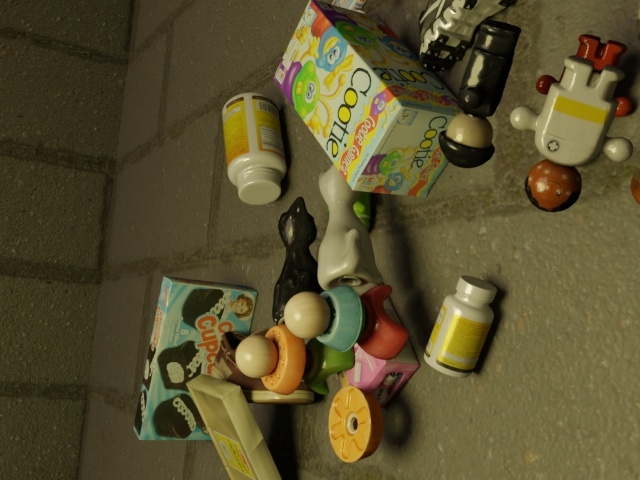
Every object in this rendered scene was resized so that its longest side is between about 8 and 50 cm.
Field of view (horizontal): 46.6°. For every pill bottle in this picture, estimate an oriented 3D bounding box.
[{"bbox_3d":[0.176,0.105,0.920,0.065,0.065,0.116,41,118,56],"label":"pill bottle"},{"bbox_3d":[-0.132,-0.182,1.486,0.117,0.117,0.215,-45,45,46],"label":"pill bottle"}]

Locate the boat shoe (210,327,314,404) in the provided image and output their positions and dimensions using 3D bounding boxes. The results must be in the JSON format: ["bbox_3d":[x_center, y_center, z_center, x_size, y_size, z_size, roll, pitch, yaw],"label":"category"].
[{"bbox_3d":[-0.111,0.219,1.338,0.342,0.123,0.123,178,99,-66],"label":"boat shoe"}]

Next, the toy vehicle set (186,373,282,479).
[{"bbox_3d":[-0.136,0.362,1.278,0.166,0.035,0.266,-2,113,59],"label":"toy vehicle set"}]

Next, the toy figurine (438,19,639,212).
[{"bbox_3d":[0.245,-0.112,0.722,0.209,0.213,0.148,49,133,51],"label":"toy figurine"}]

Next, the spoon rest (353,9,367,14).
[{"bbox_3d":[0.007,-0.311,1.316,0.276,0.084,0.137,-18,67,58],"label":"spoon rest"}]

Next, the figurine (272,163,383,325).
[{"bbox_3d":[0.000,0.000,1.106,0.215,0.092,0.209,-43,45,46],"label":"figurine"}]

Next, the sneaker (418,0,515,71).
[{"bbox_3d":[0.200,-0.338,0.994,0.234,0.078,0.106,-45,47,48],"label":"sneaker"}]

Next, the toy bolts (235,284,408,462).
[{"bbox_3d":[-0.001,0.166,0.988,0.228,0.158,0.218,-57,38,34],"label":"toy bolts"}]

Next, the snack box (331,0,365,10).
[{"bbox_3d":[0.050,-0.428,1.337,0.178,0.022,0.064,-49,43,42],"label":"snack box"}]

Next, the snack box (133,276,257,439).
[{"bbox_3d":[-0.252,0.242,1.502,0.060,0.187,0.321,21,100,60],"label":"snack box"}]

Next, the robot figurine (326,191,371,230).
[{"bbox_3d":[0.047,-0.053,1.187,0.101,0.067,0.115,145,128,-68],"label":"robot figurine"}]

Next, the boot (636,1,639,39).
[{"bbox_3d":[0.412,-0.344,0.580,0.377,0.138,0.284,-24,61,61],"label":"boot"}]

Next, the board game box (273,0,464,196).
[{"bbox_3d":[0.068,-0.207,1.078,0.275,0.142,0.144,57,131,37],"label":"board game box"}]

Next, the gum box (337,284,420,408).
[{"bbox_3d":[0.067,0.149,1.099,0.107,0.062,0.188,-58,37,33],"label":"gum box"}]
